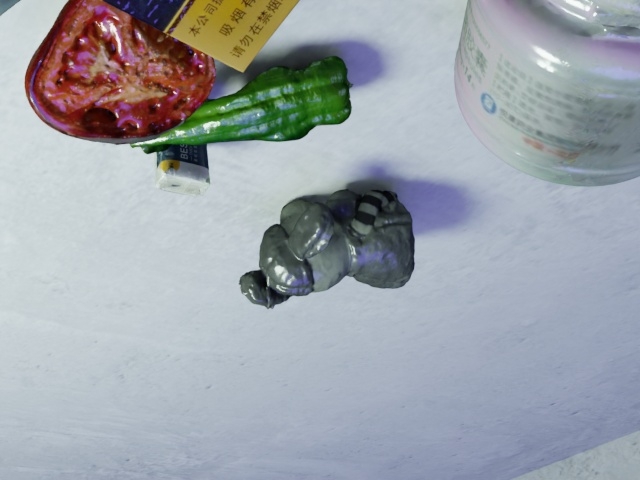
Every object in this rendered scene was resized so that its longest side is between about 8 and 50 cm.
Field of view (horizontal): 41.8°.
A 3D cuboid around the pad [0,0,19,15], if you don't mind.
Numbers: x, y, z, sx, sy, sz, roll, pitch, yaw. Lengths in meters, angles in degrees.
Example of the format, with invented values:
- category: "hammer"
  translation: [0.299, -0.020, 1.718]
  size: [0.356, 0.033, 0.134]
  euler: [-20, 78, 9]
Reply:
- category: "pad"
  translation: [-0.281, -0.295, 0.738]
  size: [0.243, 0.004, 0.164]
  euler: [-25, 144, 26]

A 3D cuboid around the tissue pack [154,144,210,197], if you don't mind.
- category: "tissue pack"
  translation: [-0.167, -0.097, 1.006]
  size: [0.062, 0.083, 0.042]
  euler: [13, 143, -29]

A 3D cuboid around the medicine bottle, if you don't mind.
- category: "medicine bottle"
  translation: [0.255, -0.219, 0.739]
  size: [0.241, 0.241, 0.302]
  euler: [-5, 149, -4]

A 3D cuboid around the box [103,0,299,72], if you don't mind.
- category: "box"
  translation: [-0.124, -0.265, 0.730]
  size: [0.237, 0.070, 0.152]
  euler: [20, 125, -39]

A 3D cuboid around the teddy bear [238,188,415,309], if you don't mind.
- category: "teddy bear"
  translation: [0.016, -0.008, 1.141]
  size: [0.251, 0.144, 0.171]
  euler: [-2, 146, -25]

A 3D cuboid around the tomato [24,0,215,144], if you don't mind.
- category: "tomato"
  translation: [-0.204, -0.177, 0.853]
  size: [0.174, 0.082, 0.166]
  euler: [27, 101, -41]

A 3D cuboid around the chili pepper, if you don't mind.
- category: "chili pepper"
  translation: [-0.087, -0.143, 0.933]
  size: [0.254, 0.083, 0.099]
  euler: [-10, -169, 3]
